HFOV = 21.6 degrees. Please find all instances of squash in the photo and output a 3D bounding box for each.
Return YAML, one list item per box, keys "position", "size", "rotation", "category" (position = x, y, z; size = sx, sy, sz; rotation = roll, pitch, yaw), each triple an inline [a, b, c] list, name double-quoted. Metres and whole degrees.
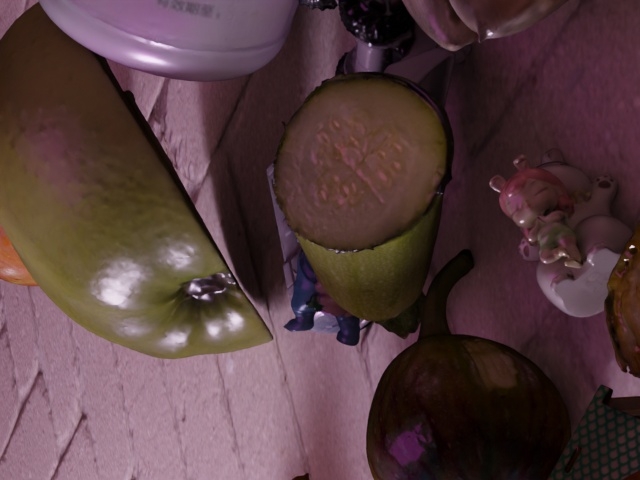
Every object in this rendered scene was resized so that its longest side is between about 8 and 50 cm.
- position: [0.028, 0.001, 1.294]
  size: [0.287, 0.137, 0.137]
  rotation: [91, 165, -61]
  category: "squash"

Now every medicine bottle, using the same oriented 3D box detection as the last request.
- position: [-0.112, -0.337, 1.526]
  size: [0.256, 0.256, 0.325]
  rotation: [59, 138, 48]
  category: "medicine bottle"

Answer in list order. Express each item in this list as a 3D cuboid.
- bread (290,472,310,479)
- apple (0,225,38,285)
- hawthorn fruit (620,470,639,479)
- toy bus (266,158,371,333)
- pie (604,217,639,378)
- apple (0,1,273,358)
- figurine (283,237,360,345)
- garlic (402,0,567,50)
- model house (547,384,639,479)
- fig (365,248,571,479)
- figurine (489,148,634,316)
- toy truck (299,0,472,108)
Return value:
- position: [-0.030, 0.358, 1.378]
  size: [0.172, 0.312, 0.312]
  rotation: [106, 155, -69]
  category: "bread"
- position: [-0.351, -0.065, 2.143]
  size: [0.253, 0.253, 0.254]
  rotation: [178, 90, -66]
  category: "apple"
- position: [0.193, 0.245, 0.828]
  size: [0.277, 0.298, 0.277]
  rotation: [9, 101, 56]
  category: "hawthorn fruit"
- position: [0.000, 0.000, 1.525]
  size: [0.057, 0.072, 0.172]
  rotation: [-40, 56, 55]
  category: "toy bus"
- position: [0.252, -0.012, 0.971]
  size: [0.282, 0.068, 0.129]
  rotation: [-59, 40, 44]
  category: "pie"
- position: [-0.185, -0.054, 1.676]
  size: [0.312, 0.320, 0.360]
  rotation: [-61, 44, 33]
  category: "apple"
- position: [0.010, -0.007, 1.441]
  size: [0.144, 0.114, 0.178]
  rotation: [-136, 56, -70]
  category: "figurine"
- position: [0.133, -0.287, 1.136]
  size: [0.279, 0.132, 0.325]
  rotation: [117, 146, -48]
  category: "garlic"
- position: [0.143, 0.231, 1.056]
  size: [0.178, 0.206, 0.271]
  rotation: [-157, 67, -63]
  category: "model house"
- position: [0.102, 0.096, 1.250]
  size: [0.149, 0.149, 0.245]
  rotation: [115, 156, -45]
  category: "fig"
- position: [0.165, -0.027, 1.144]
  size: [0.098, 0.081, 0.146]
  rotation: [60, -174, -50]
  category: "figurine"
- position: [0.050, -0.195, 1.349]
  size: [0.136, 0.111, 0.286]
  rotation: [95, 157, -60]
  category: "toy truck"
